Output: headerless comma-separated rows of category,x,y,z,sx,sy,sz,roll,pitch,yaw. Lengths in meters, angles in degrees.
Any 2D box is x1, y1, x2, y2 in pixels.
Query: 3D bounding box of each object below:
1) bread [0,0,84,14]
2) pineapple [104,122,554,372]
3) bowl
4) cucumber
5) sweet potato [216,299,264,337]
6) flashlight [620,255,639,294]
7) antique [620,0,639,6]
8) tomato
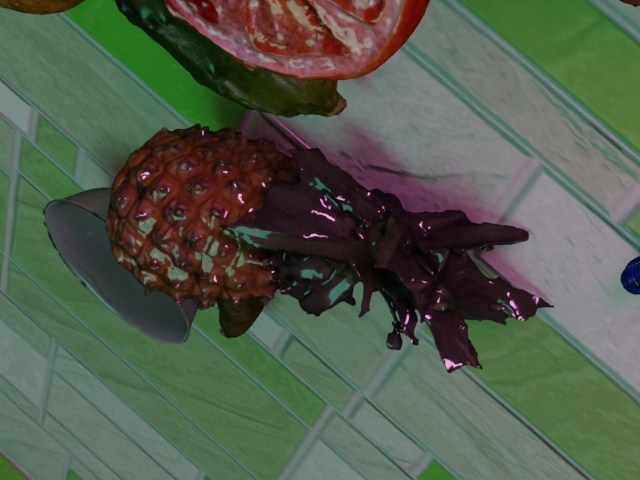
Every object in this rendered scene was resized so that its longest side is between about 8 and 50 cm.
bread,-0.242,-0.273,1.404,0.240,0.139,0.240,35,156,19
pineapple,-0.001,-0.003,1.493,0.364,0.165,0.165,11,142,38
bowl,-0.173,0.005,1.833,0.189,0.086,0.189,34,153,20
cucumber,-0.059,-0.167,1.330,0.244,0.134,0.134,46,159,-30
sweet potato,-0.089,0.027,1.773,0.054,0.053,0.182,26,154,37
flashlight,0.236,0.014,1.256,0.057,0.035,0.121,67,162,7
antique,0.247,-0.162,0.874,0.093,0.087,0.310,52,155,-22
tomato,-0.014,-0.217,1.151,0.236,0.095,0.237,22,134,24
